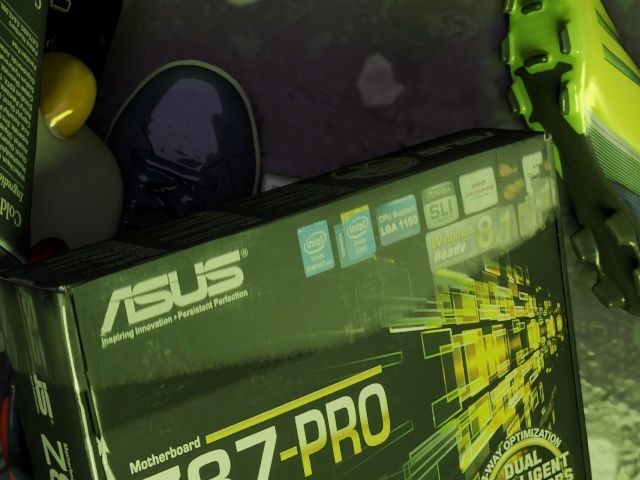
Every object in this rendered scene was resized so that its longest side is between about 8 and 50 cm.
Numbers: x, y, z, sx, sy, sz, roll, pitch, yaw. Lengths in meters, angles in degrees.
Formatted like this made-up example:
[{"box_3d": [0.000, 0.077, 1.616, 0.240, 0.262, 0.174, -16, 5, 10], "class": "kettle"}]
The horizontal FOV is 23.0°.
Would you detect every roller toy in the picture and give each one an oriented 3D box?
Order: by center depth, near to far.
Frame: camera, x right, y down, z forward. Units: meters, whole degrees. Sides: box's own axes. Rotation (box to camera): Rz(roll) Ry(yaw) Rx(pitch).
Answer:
[{"box_3d": [-0.245, -0.030, 1.079, 0.209, 0.146, 0.191, -7, 53, 34], "class": "roller toy"}]

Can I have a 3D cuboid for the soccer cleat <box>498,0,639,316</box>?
[{"box_3d": [0.222, -0.085, 1.175, 0.121, 0.093, 0.289, -18, 86, -29], "class": "soccer cleat"}]

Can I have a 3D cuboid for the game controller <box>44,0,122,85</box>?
[{"box_3d": [-0.303, -0.195, 1.155, 0.319, 0.067, 0.166, 22, 125, 0], "class": "game controller"}]

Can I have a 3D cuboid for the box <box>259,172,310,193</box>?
[{"box_3d": [0.000, 0.000, 1.157, 0.101, 0.102, 0.087, 10, 93, -1], "class": "box"}]

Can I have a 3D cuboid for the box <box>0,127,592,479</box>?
[{"box_3d": [0.006, 0.121, 1.034, 0.395, 0.097, 0.318, -18, 105, -35], "class": "box"}]

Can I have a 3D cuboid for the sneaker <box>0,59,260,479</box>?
[{"box_3d": [-0.135, 0.036, 1.136, 0.131, 0.148, 0.350, 18, 91, 0], "class": "sneaker"}]

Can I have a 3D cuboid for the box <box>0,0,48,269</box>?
[{"box_3d": [-0.356, -0.136, 0.970, 0.343, 0.179, 0.312, -8, 66, 17], "class": "box"}]
